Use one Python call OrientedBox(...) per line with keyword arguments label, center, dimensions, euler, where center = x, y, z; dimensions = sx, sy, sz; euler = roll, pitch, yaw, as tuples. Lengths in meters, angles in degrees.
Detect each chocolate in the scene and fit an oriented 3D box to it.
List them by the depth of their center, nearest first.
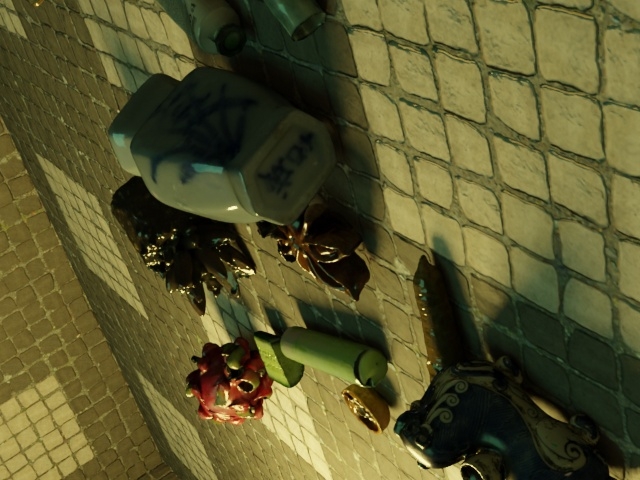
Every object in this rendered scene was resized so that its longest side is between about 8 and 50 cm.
OrientedBox(label="chocolate", center=(-0.083, -0.017, 1.706), dimensions=(0.147, 0.070, 0.072), euler=(31, 118, 45))

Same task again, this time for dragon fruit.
OrientedBox(label="dragon fruit", center=(-0.202, 0.333, 2.243), dimensions=(0.273, 0.198, 0.218), euler=(-33, 77, 42))

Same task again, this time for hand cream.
OrientedBox(label="hand cream", center=(-0.223, -0.394, 1.525), dimensions=(0.336, 0.076, 0.121), euler=(46, 150, 39))

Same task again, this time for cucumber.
OrientedBox(label="cucumber", center=(-0.088, 0.252, 2.047), dimensions=(0.115, 0.062, 0.116), euler=(6, 118, 59))

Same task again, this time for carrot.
OrientedBox(label="carrot", center=(0.186, 0.172, 1.409), dimensions=(0.070, 0.070, 0.342), euler=(22, 138, 53))

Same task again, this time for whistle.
OrientedBox(label="whistle", center=(-0.102, -0.407, 1.261), dimensions=(0.312, 0.062, 0.062), euler=(55, 156, 7))

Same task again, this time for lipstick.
OrientedBox(label="lipstick", center=(0.020, 0.217, 1.777), dimensions=(0.304, 0.076, 0.076), euler=(5, 124, 61))

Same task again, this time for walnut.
OrientedBox(label="walnut", center=(0.094, 0.312, 1.777), dimensions=(0.121, 0.052, 0.091), euler=(39, 152, 40))

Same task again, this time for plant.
OrientedBox(label="plant", center=(-0.295, 0.005, 1.986), dimensions=(0.321, 0.181, 0.194), euler=(50, 160, 13))

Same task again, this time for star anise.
OrientedBox(label="star anise", center=(0.005, 0.003, 1.527), dimensions=(0.220, 0.099, 0.214), euler=(40, 165, 25))

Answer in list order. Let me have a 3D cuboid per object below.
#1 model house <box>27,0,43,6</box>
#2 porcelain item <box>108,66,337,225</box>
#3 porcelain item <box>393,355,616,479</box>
OrientedBox(label="model house", center=(-0.557, -0.607, 1.740), dimensions=(0.169, 0.244, 0.326), euler=(36, 115, 38))
OrientedBox(label="porcelain item", center=(-0.163, -0.150, 1.489), dimensions=(0.405, 0.242, 0.178), euler=(22, 161, 47))
OrientedBox(label="porcelain item", center=(0.249, 0.284, 1.276), dimensions=(0.288, 0.186, 0.138), euler=(42, 150, 30))
